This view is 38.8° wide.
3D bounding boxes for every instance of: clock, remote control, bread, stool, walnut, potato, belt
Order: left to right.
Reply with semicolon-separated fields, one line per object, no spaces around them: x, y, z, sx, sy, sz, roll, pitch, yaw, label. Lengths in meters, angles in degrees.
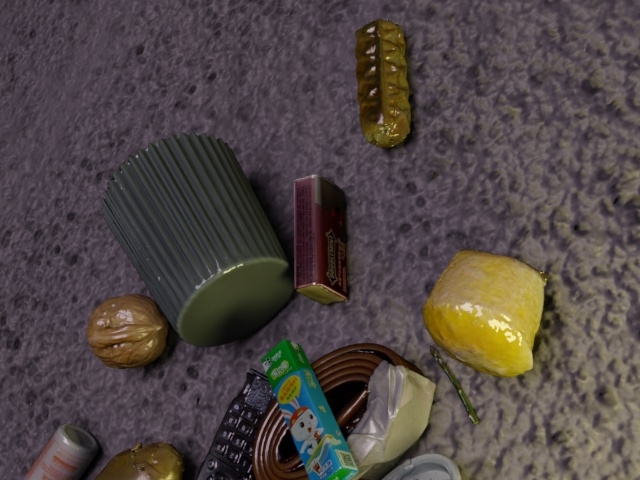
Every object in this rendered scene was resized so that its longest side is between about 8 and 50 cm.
-0.374;0.515;1.757;0.191;0.141;0.296;40;94;36;potato
-0.398;0.190;1.897;0.184;0.155;0.155;-13;65;28;walnut
-0.228;0.004;1.771;0.297;0.297;0.330;-44;57;14;stool
-0.168;0.441;1.687;0.144;0.062;0.399;22;87;40;remote control
0.036;0.317;1.553;0.338;0.122;0.217;-43;52;14;belt
0.122;-0.302;1.764;0.087;0.098;0.269;124;147;-63;bread
0.137;0.442;1.426;0.236;0.053;0.236;-41;14;12;clock
0.263;0.116;1.441;0.197;0.197;0.170;14;67;38;bread

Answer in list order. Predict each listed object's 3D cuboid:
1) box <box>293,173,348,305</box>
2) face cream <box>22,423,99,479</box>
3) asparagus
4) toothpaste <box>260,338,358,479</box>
0.000;0.000;1.710;0.069;0.120;0.224;-13;63;27;box
-0.579;0.515;1.926;0.101;0.101;0.252;39;96;39;face cream
0.221;0.237;1.520;0.016;0.016;0.163;-53;49;30;asparagus
-0.022;0.287;1.503;0.065;0.050;0.267;-44;48;19;toothpaste
